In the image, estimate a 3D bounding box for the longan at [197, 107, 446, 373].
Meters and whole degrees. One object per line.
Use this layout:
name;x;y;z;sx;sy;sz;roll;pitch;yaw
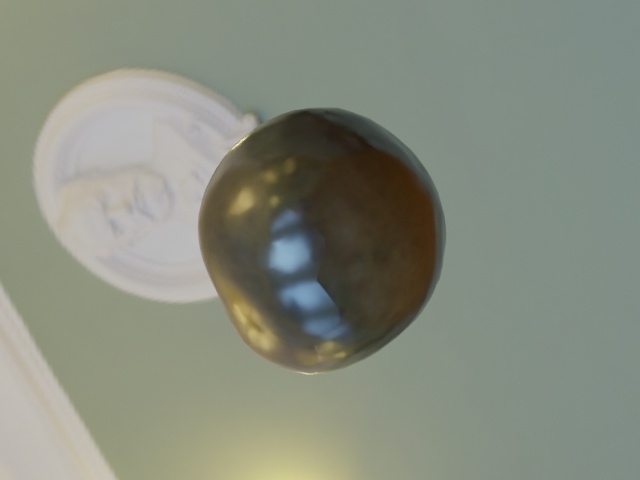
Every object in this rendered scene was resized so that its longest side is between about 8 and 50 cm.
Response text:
longan;0.004;0.002;1.287;0.297;0.297;0.297;-13;-90;-69
